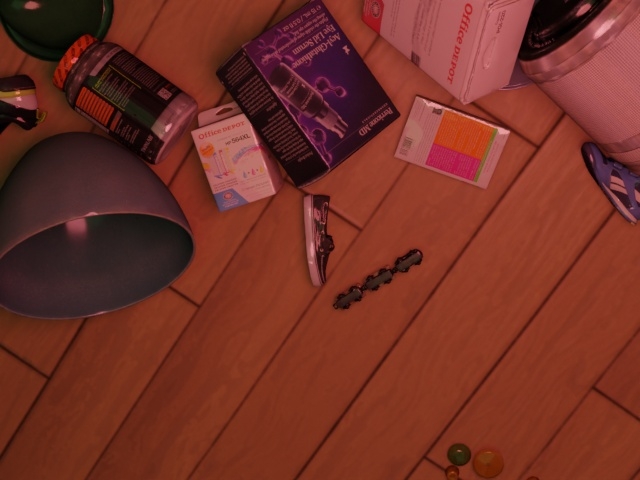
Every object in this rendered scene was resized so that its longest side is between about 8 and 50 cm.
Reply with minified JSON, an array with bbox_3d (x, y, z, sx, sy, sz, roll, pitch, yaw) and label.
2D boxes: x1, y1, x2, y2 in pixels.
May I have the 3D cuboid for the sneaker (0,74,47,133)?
[{"bbox_3d":[-0.530,-0.182,1.456,0.234,0.084,0.097,-10,103,9],"label":"sneaker"}]

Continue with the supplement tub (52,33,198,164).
[{"bbox_3d":[-0.284,-0.207,1.406,0.190,0.117,0.117,36,104,-2],"label":"supplement tub"}]

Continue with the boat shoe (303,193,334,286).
[{"bbox_3d":[0.000,0.000,1.458,0.040,0.049,0.142,-4,100,7],"label":"boat shoe"}]

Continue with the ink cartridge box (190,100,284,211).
[{"bbox_3d":[-0.123,-0.129,1.419,0.092,0.090,0.143,-18,101,10],"label":"ink cartridge box"}]

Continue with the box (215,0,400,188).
[{"bbox_3d":[-0.017,-0.203,1.347,0.153,0.108,0.207,-41,98,-28],"label":"box"}]

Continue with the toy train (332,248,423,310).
[{"bbox_3d":[0.087,0.059,1.468,0.158,0.036,0.027,-32,94,11],"label":"toy train"}]

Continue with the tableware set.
[{"bbox_3d":[0.270,0.378,1.530,0.154,0.024,0.104,13,101,4],"label":"tableware set"}]

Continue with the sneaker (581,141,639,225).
[{"bbox_3d":[0.427,-0.090,1.388,0.059,0.053,0.144,-37,105,14],"label":"sneaker"}]

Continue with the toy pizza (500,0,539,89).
[{"bbox_3d":[0.259,-0.314,1.364,0.201,0.032,0.201,1,103,5],"label":"toy pizza"}]

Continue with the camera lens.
[{"bbox_3d":[0.411,-0.230,1.254,0.274,0.219,0.219,40,104,-16],"label":"camera lens"}]

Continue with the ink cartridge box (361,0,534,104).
[{"bbox_3d":[0.162,-0.307,1.263,0.218,0.092,0.159,48,148,31],"label":"ink cartridge box"}]

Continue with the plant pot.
[{"bbox_3d":[-0.345,-0.039,1.396,0.290,0.290,0.196,-26,63,11],"label":"plant pot"}]

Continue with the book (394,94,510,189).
[{"bbox_3d":[0.191,-0.143,1.412,0.144,0.035,0.096,21,108,2],"label":"book"}]

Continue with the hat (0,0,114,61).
[{"bbox_3d":[-0.416,-0.333,1.356,0.208,0.183,0.173,2,104,6],"label":"hat"}]
